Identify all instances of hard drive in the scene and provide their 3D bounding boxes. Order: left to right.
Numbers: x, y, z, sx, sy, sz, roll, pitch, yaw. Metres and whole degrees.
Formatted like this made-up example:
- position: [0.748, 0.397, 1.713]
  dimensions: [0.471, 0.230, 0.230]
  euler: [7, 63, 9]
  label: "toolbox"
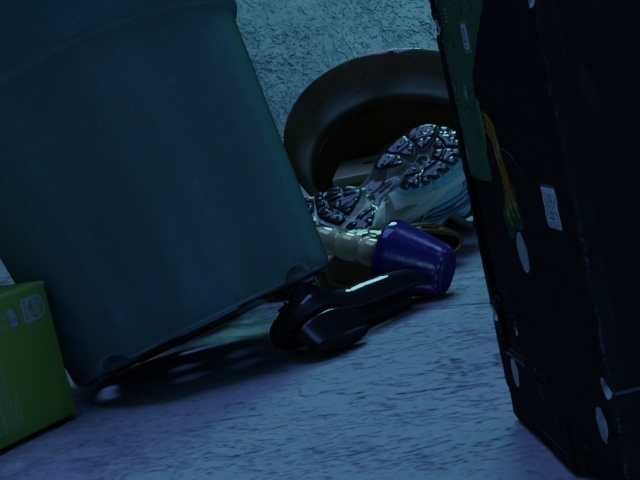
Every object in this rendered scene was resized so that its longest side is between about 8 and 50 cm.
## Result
- position: [0.121, -0.050, 0.682]
  dimensions: [0.064, 0.339, 0.237]
  euler: [-14, 6, -4]
  label: "hard drive"

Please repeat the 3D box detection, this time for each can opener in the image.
- position: [0.026, 0.064, 1.184]
  dimensions: [0.186, 0.073, 0.059]
  euler: [-16, -32, -52]
  label: "can opener"

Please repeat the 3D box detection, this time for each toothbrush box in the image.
- position: [-0.368, 0.129, 1.033]
  dimensions: [0.206, 0.122, 0.283]
  euler: [-8, 8, 33]
  label: "toothbrush box"

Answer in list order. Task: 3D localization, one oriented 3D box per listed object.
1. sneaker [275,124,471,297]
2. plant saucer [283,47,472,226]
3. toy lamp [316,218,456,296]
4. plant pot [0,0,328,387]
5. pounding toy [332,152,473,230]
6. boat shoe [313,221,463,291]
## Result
- position: [0.060, -0.005, 1.505]
  dimensions: [0.283, 0.122, 0.110]
  euler: [-31, 44, -3]
  label: "sneaker"
- position: [0.108, -0.108, 1.668]
  dimensions: [0.310, 0.310, 0.050]
  euler: [-11, 46, 12]
  label: "plant saucer"
- position: [0.000, 0.000, 1.320]
  dimensions: [0.274, 0.080, 0.080]
  euler: [15, 19, 24]
  label: "toy lamp"
- position: [-0.174, -0.069, 1.196]
  dimensions: [0.341, 0.334, 0.341]
  euler: [-27, -2, -1]
  label: "plant pot"
- position: [0.104, -0.044, 1.631]
  dimensions: [0.141, 0.130, 0.100]
  euler: [-11, 19, 13]
  label: "pounding toy"
- position: [0.073, 0.014, 1.403]
  dimensions: [0.178, 0.064, 0.060]
  euler: [-14, 5, -33]
  label: "boat shoe"
